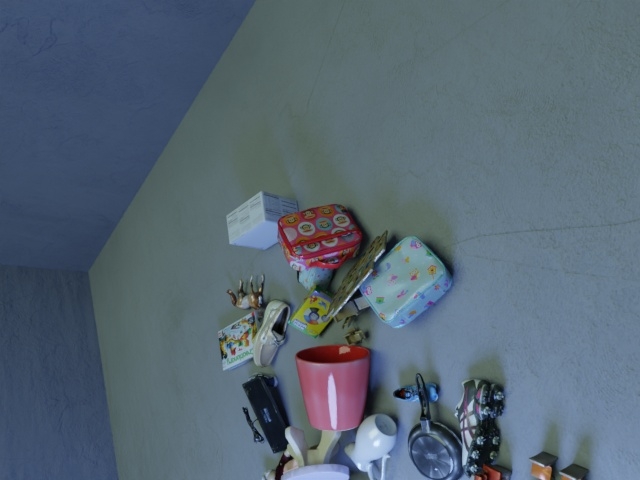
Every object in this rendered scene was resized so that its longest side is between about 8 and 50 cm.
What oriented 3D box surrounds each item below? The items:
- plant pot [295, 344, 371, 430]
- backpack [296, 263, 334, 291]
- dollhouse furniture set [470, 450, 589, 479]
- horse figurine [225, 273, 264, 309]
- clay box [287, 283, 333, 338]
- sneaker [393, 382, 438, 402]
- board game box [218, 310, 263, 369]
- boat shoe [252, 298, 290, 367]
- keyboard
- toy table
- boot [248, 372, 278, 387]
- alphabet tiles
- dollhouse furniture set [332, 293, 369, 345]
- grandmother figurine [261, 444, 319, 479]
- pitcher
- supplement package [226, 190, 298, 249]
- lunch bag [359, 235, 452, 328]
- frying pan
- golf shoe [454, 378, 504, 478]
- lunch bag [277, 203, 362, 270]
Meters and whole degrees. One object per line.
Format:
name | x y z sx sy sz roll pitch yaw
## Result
plant pot | 0.051 0.513 1.723 0.275 0.275 0.242 -3 91 46
backpack | -0.019 0.117 1.941 0.115 0.152 0.181 44 125 48
dollhouse furniture set | 0.532 0.684 1.265 0.259 0.135 0.261 9 89 46
horse figurine | -0.342 0.259 2.300 0.264 0.066 0.174 -20 63 40
clay box | -0.027 0.290 1.923 0.222 0.128 0.053 -54 10 24
sneaker | 0.304 0.496 1.580 0.162 0.073 0.063 -23 67 40
board game box | -0.364 0.470 2.288 0.305 0.053 0.192 -33 61 37
boat shoe | -0.204 0.406 2.101 0.098 0.109 0.301 16 88 47
keyboard | -0.241 0.739 2.060 0.202 0.033 0.316 -33 78 29
toy table | -0.021 0.758 1.711 0.275 0.252 0.160 -24 44 24
boot | -0.277 0.614 2.148 0.190 0.086 0.069 -17 70 43
alphabet tiles | 0.129 0.120 1.738 0.342 0.011 0.285 -53 5 24
dollhouse furniture set | 0.158 0.279 1.787 0.182 0.101 0.160 -28 88 39
grandmother figurine | -0.118 0.919 1.925 0.342 0.104 0.207 -39 29 38
pitcher | 0.186 0.695 1.637 0.177 0.126 0.207 49 127 33
supplement package | -0.253 -0.081 2.171 0.262 0.204 0.145 -28 62 39
lunch bag | 0.277 0.130 1.613 0.279 0.108 0.224 -43 48 7
frying pan | 0.353 0.590 1.492 0.198 0.053 0.325 12 104 38
golf shoe | 0.449 0.539 1.423 0.120 0.105 0.272 2 78 62
lunch bag | 0.000 0.000 1.839 0.120 0.294 0.258 98 151 -49
